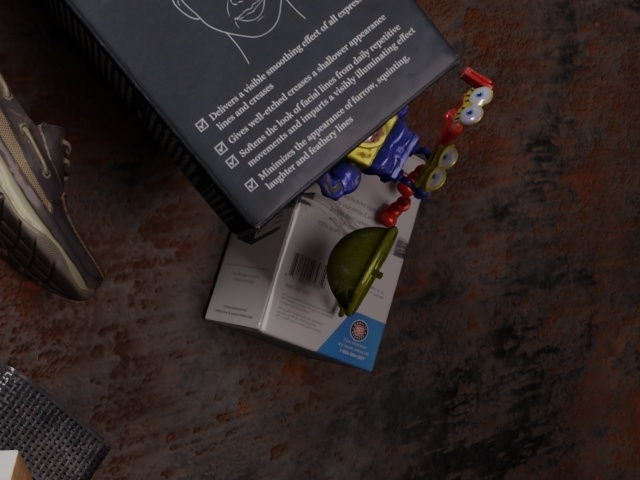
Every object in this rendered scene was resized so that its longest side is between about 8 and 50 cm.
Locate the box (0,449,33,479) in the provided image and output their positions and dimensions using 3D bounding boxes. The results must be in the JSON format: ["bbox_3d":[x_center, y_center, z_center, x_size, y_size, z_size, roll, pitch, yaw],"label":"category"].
[{"bbox_3d":[-0.359,0.327,1.343,0.170,0.091,0.130,81,8,-48],"label":"box"}]

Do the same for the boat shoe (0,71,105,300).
[{"bbox_3d":[-0.335,-0.084,1.383,0.130,0.132,0.355,-48,126,-28],"label":"boat shoe"}]

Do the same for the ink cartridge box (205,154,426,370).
[{"bbox_3d":[0.000,0.000,1.706,0.223,0.129,0.307,24,78,-40],"label":"ink cartridge box"}]

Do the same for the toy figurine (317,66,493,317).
[{"bbox_3d":[0.036,-0.104,1.587,0.217,0.191,0.362,32,78,-5],"label":"toy figurine"}]

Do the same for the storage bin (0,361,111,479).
[{"bbox_3d":[-0.344,0.216,1.417,0.180,0.122,0.084,50,63,-35],"label":"storage bin"}]

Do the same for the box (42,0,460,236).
[{"bbox_3d":[-0.096,-0.246,1.378,0.293,0.212,0.395,-40,95,-9],"label":"box"}]
